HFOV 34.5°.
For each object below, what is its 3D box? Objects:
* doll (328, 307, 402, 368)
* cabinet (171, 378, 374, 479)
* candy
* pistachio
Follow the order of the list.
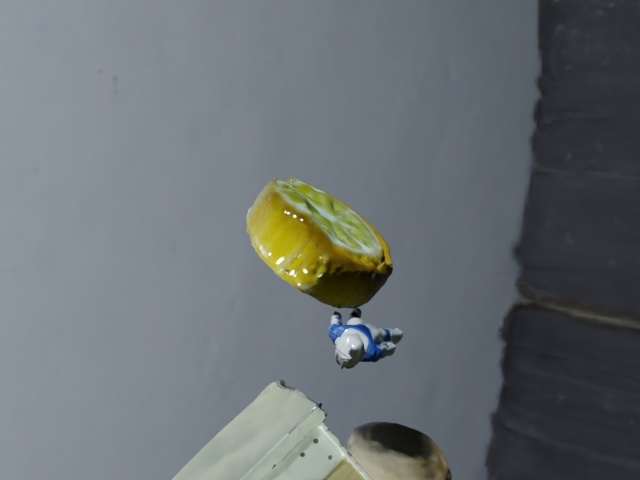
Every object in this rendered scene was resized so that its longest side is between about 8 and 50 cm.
[{"bbox_3d":[0.055,0.151,1.573,0.057,0.114,0.227,-61,169,12],"label":"doll"},{"bbox_3d":[-0.038,0.425,1.502,0.290,0.227,0.318,-43,104,-13],"label":"cabinet"},{"bbox_3d":[0.000,0.000,1.679,0.259,0.260,0.118,14,122,-48],"label":"candy"},{"bbox_3d":[0.143,0.417,1.914,0.153,0.238,0.138,-41,126,-16],"label":"pistachio"}]
